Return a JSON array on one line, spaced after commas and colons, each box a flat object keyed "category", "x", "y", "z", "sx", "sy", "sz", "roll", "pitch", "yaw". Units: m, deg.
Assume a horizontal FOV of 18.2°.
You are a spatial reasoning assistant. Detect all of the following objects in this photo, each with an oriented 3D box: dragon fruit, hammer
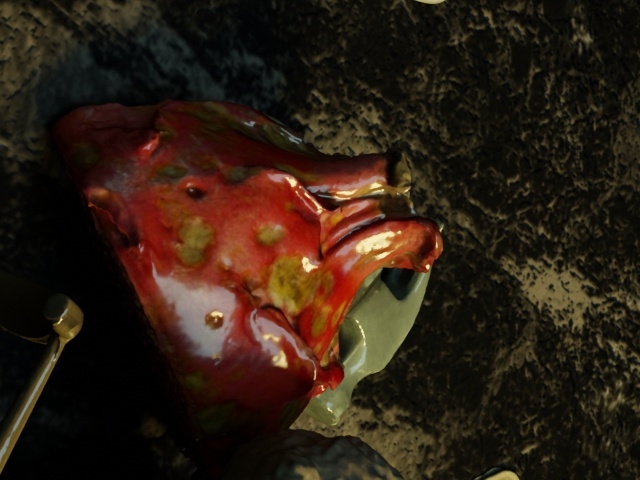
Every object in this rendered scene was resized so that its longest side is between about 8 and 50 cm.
[{"category": "dragon fruit", "x": -0.025, "y": 0.018, "z": 1.188, "sx": 0.211, "sy": 0.134, "sz": 0.262, "roll": -33, "pitch": 125, "yaw": -13}, {"category": "hammer", "x": 0.000, "y": 0.000, "z": 1.319, "sx": 0.159, "sy": 0.041, "sz": 0.226, "roll": -55, "pitch": 135, "yaw": -22}]

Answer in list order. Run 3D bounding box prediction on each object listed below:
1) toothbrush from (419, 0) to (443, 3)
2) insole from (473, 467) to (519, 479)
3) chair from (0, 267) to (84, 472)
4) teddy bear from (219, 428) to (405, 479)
[{"category": "toothbrush", "x": -0.029, "y": -0.187, "z": 1.232, "sx": 0.386, "sy": 0.040, "sz": 0.040, "roll": 5, "pitch": 98, "yaw": -49}, {"category": "insole", "x": 0.079, "y": 0.262, "z": 1.509, "sx": 0.248, "sy": 0.011, "sz": 0.081, "roll": -45, "pitch": 131, "yaw": -30}, {"category": "chair", "x": -0.257, "y": 0.086, "z": 0.954, "sx": 0.272, "sy": 0.188, "sz": 0.166, "roll": -55, "pitch": 136, "yaw": -17}, {"category": "teddy bear", "x": -0.023, "y": 0.239, "z": 1.112, "sx": 0.236, "sy": 0.151, "sz": 0.267, "roll": 26, "pitch": 62, "yaw": -76}]
